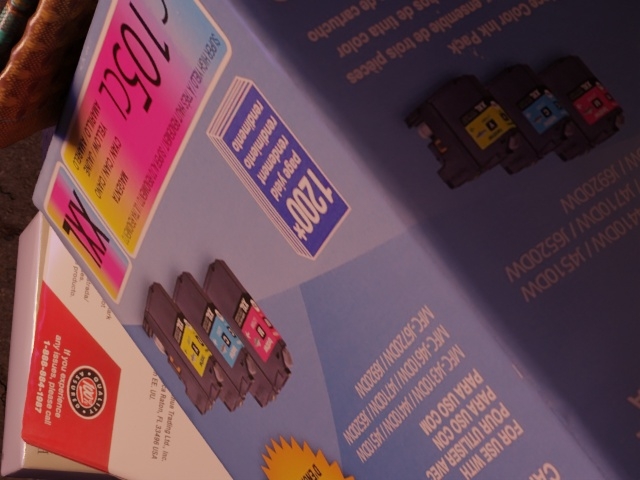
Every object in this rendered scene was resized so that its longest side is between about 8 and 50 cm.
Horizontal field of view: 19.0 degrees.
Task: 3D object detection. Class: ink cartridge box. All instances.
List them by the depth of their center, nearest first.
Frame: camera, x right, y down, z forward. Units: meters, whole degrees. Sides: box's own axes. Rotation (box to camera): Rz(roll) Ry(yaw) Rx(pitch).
[{"bbox_3d":[0.071,0.050,0.752,0.395,0.151,0.270,51,152,10],"label":"ink cartridge box"},{"bbox_3d":[-0.014,0.052,1.071,0.114,0.273,0.197,-24,-53,-62],"label":"ink cartridge box"}]

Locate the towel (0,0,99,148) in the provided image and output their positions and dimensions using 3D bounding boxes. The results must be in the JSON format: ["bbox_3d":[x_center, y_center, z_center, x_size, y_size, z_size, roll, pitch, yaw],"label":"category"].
[{"bbox_3d":[-0.002,-0.190,0.860,0.370,0.040,0.271,-32,-22,-56],"label":"towel"}]

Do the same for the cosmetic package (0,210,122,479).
[{"bbox_3d":[-0.156,0.101,1.685,0.138,0.224,0.224,146,128,-72],"label":"cosmetic package"}]
